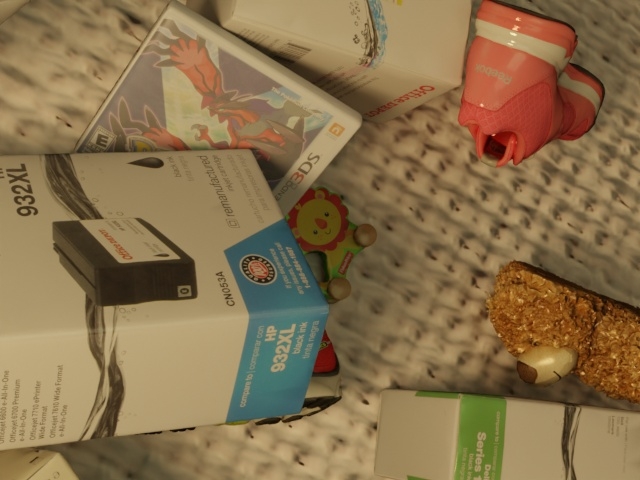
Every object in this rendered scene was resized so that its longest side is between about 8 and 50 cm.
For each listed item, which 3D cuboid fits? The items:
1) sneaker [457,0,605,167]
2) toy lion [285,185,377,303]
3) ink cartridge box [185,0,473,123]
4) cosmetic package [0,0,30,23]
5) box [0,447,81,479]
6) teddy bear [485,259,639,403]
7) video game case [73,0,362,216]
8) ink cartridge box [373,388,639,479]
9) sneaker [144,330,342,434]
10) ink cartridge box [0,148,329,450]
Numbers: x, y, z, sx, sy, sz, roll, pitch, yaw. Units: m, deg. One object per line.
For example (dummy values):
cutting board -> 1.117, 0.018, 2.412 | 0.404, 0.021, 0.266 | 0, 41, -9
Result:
sneaker -> 0.195, -0.134, 1.156 | 0.116, 0.314, 0.136 | 25, 91, 24
toy lion -> 0.000, 0.000, 1.150 | 0.096, 0.034, 0.100 | 29, 72, -11
ink cartridge box -> 0.007, -0.233, 1.106 | 0.233, 0.171, 0.168 | 14, 78, -23
cosmetic package -> -0.460, -0.200, 0.719 | 0.327, 0.394, 0.329 | -26, 95, -47
box -> -0.216, 0.294, 0.927 | 0.127, 0.149, 0.232 | -40, 104, -29
teddy bear -> 0.326, 0.129, 1.171 | 0.338, 0.245, 0.113 | 19, 96, -23
video game case -> -0.095, -0.096, 1.049 | 0.201, 0.183, 0.023 | 30, 33, -18
ink cartridge box -> 0.187, 0.201, 1.133 | 0.219, 0.160, 0.092 | 10, 81, -23
sneaker -> -0.115, 0.109, 1.059 | 0.279, 0.107, 0.118 | 3, 63, -27
ink cartridge box -> -0.179, 0.039, 0.941 | 0.307, 0.129, 0.223 | -4, 42, -23
